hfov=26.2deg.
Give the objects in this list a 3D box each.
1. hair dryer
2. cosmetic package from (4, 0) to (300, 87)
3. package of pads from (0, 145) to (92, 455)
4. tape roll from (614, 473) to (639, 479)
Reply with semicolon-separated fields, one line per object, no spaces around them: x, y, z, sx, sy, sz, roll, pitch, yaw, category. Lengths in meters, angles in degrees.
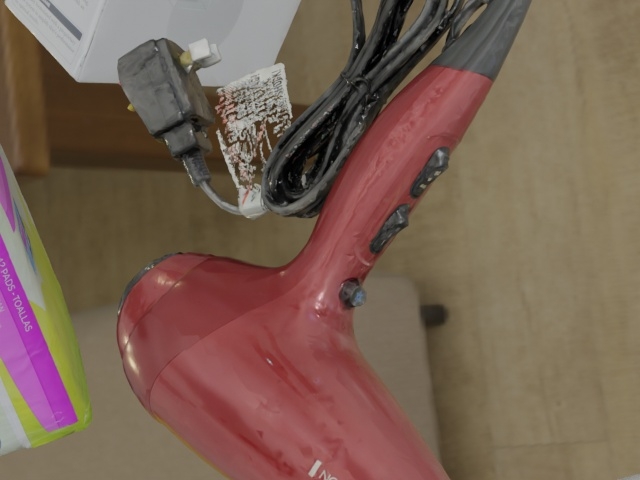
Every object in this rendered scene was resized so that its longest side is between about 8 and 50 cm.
0.000;0.000;0.558;0.224;0.080;0.293;-26;68;37;hair dryer
-0.125;-0.267;1.220;0.138;0.224;0.224;46;122;31;cosmetic package
-0.254;-0.011;0.959;0.296;0.101;0.229;-122;14;-53;package of pads
0.297;0.333;0.905;0.072;0.392;0.392;-36;68;46;tape roll
